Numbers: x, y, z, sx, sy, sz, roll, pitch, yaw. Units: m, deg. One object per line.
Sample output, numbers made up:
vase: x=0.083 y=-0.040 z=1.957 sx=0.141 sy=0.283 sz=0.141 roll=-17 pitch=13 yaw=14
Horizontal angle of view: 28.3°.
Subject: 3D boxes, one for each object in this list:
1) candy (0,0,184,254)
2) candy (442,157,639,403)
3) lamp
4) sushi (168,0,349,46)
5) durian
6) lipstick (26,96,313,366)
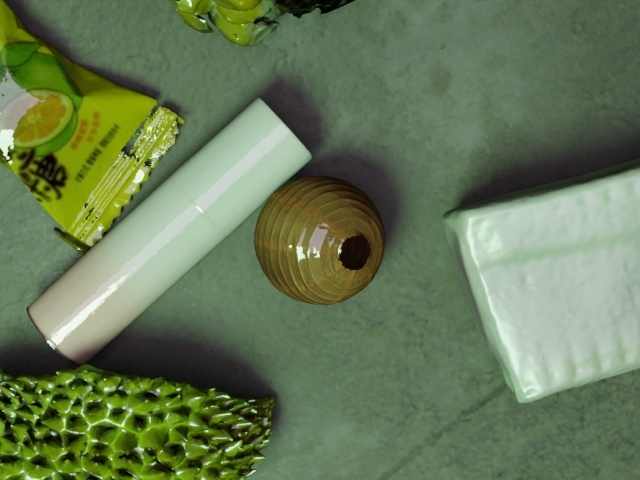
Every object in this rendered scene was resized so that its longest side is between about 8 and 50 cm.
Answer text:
candy: x=-0.311 y=-0.135 z=1.313 sx=0.297 sy=0.081 sz=0.187 roll=36 pitch=92 yaw=-15
candy: x=0.322 y=0.018 z=1.307 sx=0.359 sy=0.145 sz=0.208 roll=-16 pitch=95 yaw=0
lamp: x=0.000 y=0.000 z=1.300 sx=0.136 sy=0.136 sz=0.136 roll=0 pitch=94 yaw=-2
sushi: x=-0.090 y=-0.351 z=1.188 sx=0.285 sy=0.329 sz=0.328 roll=-25 pitch=99 yaw=-6
durian: x=-0.227 y=0.203 z=1.286 sx=0.356 sy=0.169 sz=0.157 roll=6 pitch=90 yaw=-2
lipstick: x=-0.156 y=-0.009 z=1.318 sx=0.327 sy=0.087 sz=0.087 roll=-42 pitch=94 yaw=1
